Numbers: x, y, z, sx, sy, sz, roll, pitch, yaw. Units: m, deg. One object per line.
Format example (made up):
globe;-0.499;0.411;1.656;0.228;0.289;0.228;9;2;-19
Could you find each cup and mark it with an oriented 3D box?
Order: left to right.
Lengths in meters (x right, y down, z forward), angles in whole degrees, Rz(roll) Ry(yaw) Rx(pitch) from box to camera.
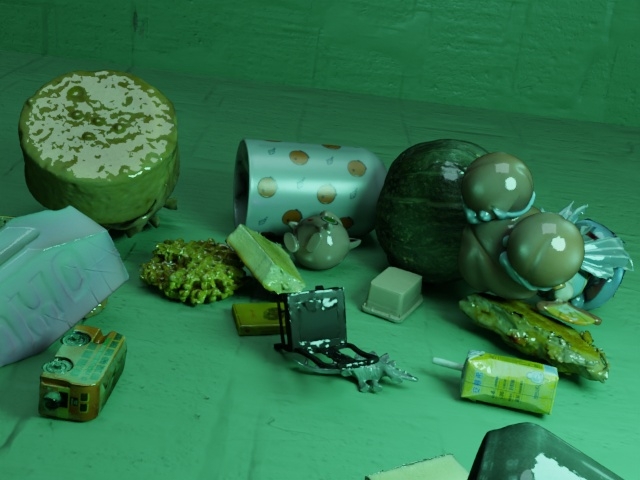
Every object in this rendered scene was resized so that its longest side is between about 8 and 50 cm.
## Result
cup;-0.020;-0.111;1.951;0.318;0.212;0.212;2;24;-14

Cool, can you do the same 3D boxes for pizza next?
pizza;0.399;0.174;1.579;0.297;0.071;0.189;26;11;40

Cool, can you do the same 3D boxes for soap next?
soap;-0.479;0.085;1.401;0.109;0.192;0.324;29;59;34

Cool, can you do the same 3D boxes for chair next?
chair;0.005;0.137;1.435;0.106;0.113;0.229;-6;2;-24

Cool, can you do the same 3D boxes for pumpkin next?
pumpkin;0.251;-0.064;1.834;0.258;0.291;0.328;6;13;20

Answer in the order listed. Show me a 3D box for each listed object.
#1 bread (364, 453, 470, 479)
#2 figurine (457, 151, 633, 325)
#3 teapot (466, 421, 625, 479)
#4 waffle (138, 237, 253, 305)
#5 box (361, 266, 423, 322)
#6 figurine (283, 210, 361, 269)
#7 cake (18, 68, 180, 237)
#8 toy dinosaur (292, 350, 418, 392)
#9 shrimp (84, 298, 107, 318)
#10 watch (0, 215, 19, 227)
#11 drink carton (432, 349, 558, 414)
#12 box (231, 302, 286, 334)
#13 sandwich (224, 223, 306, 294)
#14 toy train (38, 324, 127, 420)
bread;0.138;0.332;1.205;0.154;0.028;0.068;-7;27;-31
figurine;0.409;0.017;1.623;0.388;0.248;0.276;8;38;-42
teapot;0.301;0.374;0.926;0.344;0.253;0.300;17;59;12
waffle;-0.241;0.055;1.684;0.193;0.070;0.197;25;29;35
box;0.142;0.101;1.694;0.089;0.062;0.122;18;26;23
figurine;0.000;0.000;1.812;0.125;0.125;0.138;24;18;34
cake;-0.452;-0.146;1.847;0.333;0.321;0.332;4;53;-5
toy dinosaur;0.057;0.210;1.446;0.209;0.039;0.082;6;24;3
shrimp;-0.485;0.062;1.569;0.236;0.053;0.133;37;53;10
watch;-0.578;0.009;1.693;0.269;0.102;0.165;2;29;-34
drink carton;0.278;0.222;1.430;0.200;0.084;0.074;10;13;9
box;-0.078;0.140;1.595;0.155;0.023;0.087;0;27;-15
sandwich;-0.083;0.058;1.695;0.162;0.058;0.193;48;8;25
toy train;-0.357;0.200;1.323;0.099;0.072;0.188;12;23;-2
